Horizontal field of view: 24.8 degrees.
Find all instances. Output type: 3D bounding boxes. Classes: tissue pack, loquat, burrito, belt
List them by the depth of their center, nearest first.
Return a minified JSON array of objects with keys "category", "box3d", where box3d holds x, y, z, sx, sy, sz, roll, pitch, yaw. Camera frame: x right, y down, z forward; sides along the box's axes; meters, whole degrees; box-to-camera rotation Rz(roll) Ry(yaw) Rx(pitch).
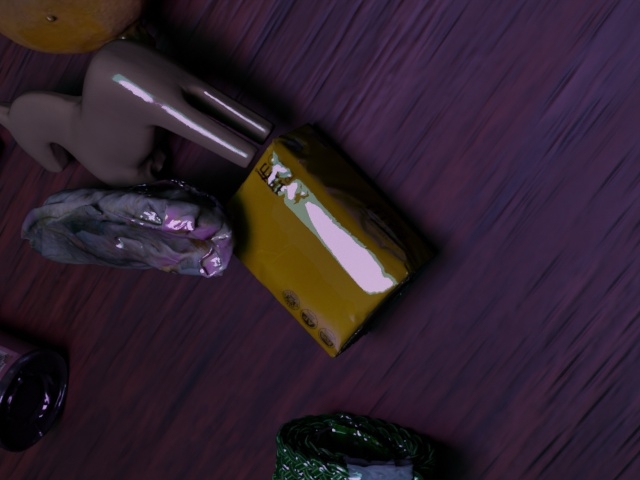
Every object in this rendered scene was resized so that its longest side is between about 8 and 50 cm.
[{"category":"tissue pack","box3d":[0.000,0.000,1.263,0.169,0.082,0.120,47,121,12]},{"category":"belt","box3d":[0.031,0.210,1.280,0.151,0.121,0.079,10,106,23]},{"category":"loquat","box3d":[-0.221,-0.241,1.289,0.204,0.149,0.172,43,117,-13]},{"category":"burrito","box3d":[-0.182,-0.012,1.325,0.309,0.066,0.096,0,138,52]}]

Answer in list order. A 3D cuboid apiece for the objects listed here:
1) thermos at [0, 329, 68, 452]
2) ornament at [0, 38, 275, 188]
[{"category":"thermos","box3d":[-0.431,0.104,1.514,0.330,0.109,0.136,20,154,25]},{"category":"ornament","box3d":[-0.184,-0.099,1.328,0.245,0.061,0.230,32,146,0]}]
